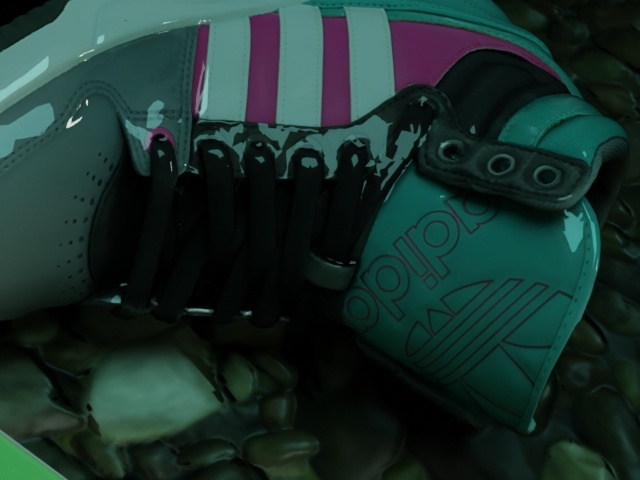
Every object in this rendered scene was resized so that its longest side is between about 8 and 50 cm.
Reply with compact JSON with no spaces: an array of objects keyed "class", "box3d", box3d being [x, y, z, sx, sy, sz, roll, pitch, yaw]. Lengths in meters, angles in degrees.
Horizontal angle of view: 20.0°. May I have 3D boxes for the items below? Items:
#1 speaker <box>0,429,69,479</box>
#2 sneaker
[{"class":"speaker","box3d":[-0.091,0.119,0.457,0.296,0.131,0.131,35,46,9]},{"class":"sneaker","box3d":[0.000,0.000,0.613,0.295,0.123,0.178,-24,53,-38]}]
